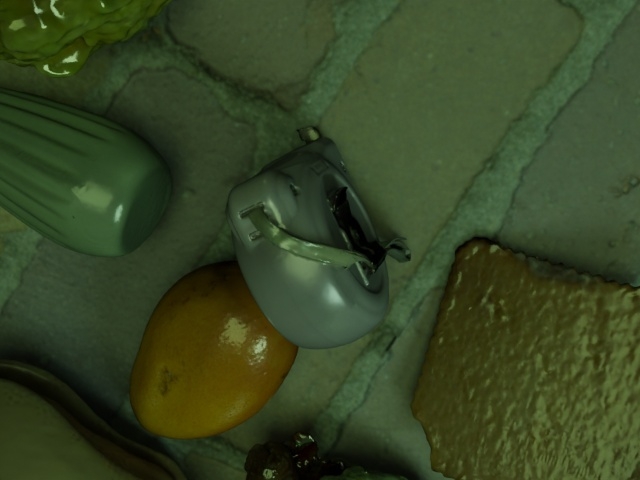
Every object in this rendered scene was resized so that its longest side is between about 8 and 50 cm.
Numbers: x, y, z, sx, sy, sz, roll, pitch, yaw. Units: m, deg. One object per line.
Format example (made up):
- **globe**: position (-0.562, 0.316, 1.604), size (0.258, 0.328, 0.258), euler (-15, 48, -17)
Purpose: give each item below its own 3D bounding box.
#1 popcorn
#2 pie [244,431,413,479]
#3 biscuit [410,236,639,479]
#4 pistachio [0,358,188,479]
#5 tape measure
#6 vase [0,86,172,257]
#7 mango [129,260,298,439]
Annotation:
- **popcorn**: position (-0.238, -0.269, 0.737), size (0.237, 0.206, 0.251), euler (22, 91, 16)
- **pie**: position (0.016, 0.345, 0.875), size (0.257, 0.105, 0.274), euler (18, 103, -7)
- **biscuit**: position (0.208, 0.136, 0.810), size (0.232, 0.013, 0.237), euler (18, 94, 21)
- **pistachio**: position (-0.329, 0.302, 0.828), size (0.445, 0.281, 0.365), euler (11, 89, -9)
- **tape measure**: position (0.002, 0.002, 0.766), size (0.105, 0.196, 0.178), euler (-23, 105, 19)
- **vase**: position (-0.270, -0.080, 0.814), size (0.248, 0.128, 0.128), euler (26, 102, 9)
- **mango**: position (-0.110, 0.115, 0.843), size (0.145, 0.112, 0.219), euler (39, 114, -3)
